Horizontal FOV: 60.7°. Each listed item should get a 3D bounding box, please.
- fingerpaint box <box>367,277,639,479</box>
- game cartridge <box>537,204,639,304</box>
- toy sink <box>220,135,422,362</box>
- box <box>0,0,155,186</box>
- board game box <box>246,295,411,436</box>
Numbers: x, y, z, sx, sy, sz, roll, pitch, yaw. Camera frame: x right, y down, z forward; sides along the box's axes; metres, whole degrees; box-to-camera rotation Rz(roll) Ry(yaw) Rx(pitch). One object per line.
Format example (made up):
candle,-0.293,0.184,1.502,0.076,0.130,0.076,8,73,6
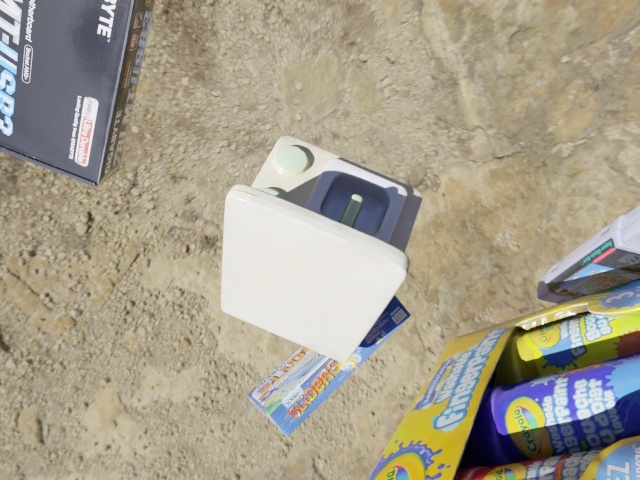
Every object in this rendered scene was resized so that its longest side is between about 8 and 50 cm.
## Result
fingerpaint box,0.271,0.211,0.578,0.371,0.445,0.163,-28,93,35
game cartridge,0.525,0.056,0.880,0.231,0.355,0.068,11,67,2
toy sink,0.000,0.000,0.532,0.153,0.234,0.131,22,59,3
box,-0.343,-0.245,0.597,0.294,0.073,0.295,23,118,-3
board game box,0.006,0.146,0.683,0.201,0.136,0.035,-41,96,-18
